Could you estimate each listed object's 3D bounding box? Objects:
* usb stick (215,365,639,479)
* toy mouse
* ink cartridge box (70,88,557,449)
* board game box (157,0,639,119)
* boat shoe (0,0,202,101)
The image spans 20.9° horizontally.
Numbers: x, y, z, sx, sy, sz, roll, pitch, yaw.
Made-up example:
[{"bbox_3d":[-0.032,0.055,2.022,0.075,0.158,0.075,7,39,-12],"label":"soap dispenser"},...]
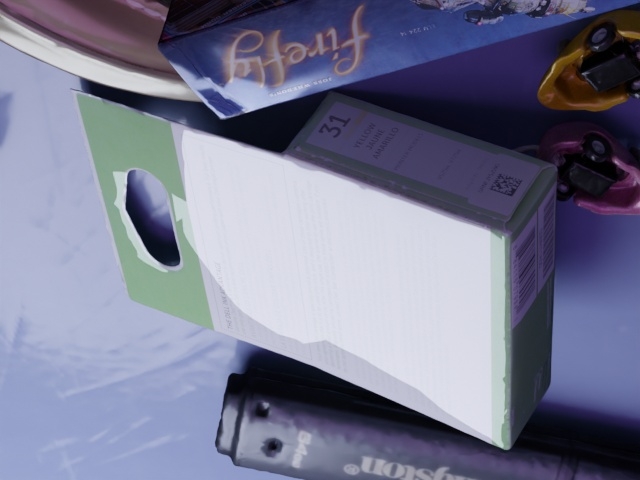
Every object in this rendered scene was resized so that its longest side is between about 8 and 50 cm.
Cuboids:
[{"bbox_3d":[0.078,0.127,1.008,0.278,0.045,0.077,12,142,-1],"label":"usb stick"},{"bbox_3d":[0.153,-0.049,0.789,0.161,0.031,0.143,-27,127,38],"label":"toy mouse"},{"bbox_3d":[0.000,0.000,0.870,0.235,0.056,0.171,21,145,23],"label":"ink cartridge box"},{"bbox_3d":[0.071,-0.140,0.595,0.243,0.165,0.042,-13,135,27],"label":"board game box"},{"bbox_3d":[-0.120,-0.159,0.668,0.302,0.109,0.098,31,138,-15],"label":"boat shoe"}]
